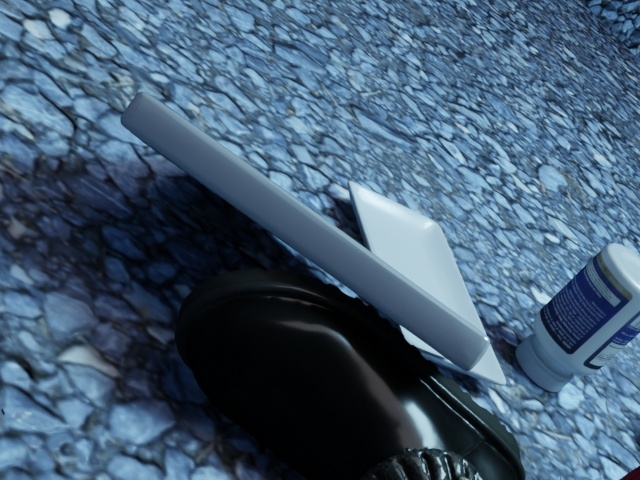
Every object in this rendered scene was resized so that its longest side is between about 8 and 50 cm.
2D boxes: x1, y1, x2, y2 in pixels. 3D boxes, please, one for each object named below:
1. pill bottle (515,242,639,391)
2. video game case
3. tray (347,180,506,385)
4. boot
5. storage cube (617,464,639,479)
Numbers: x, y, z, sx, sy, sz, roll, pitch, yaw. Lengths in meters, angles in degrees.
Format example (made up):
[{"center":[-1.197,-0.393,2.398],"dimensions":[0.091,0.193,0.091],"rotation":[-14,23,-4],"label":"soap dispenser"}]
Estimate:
[{"center":[0.300,0.091,1.240],"dimensions":[0.094,0.169,0.094],"rotation":[32,27,-18],"label":"pill bottle"},{"center":[0.000,0.000,0.969],"dimensions":[0.329,0.036,0.300],"rotation":[36,1,7],"label":"video game case"},{"center":[0.105,0.048,1.211],"dimensions":[0.145,0.030,0.270],"rotation":[23,31,-30],"label":"tray"},{"center":[0.038,0.184,0.797],"dimensions":[0.348,0.131,0.260],"rotation":[32,27,-16],"label":"boot"},{"center":[0.291,0.308,0.853],"dimensions":[0.183,0.215,0.193],"rotation":[26,35,-27],"label":"storage cube"}]
